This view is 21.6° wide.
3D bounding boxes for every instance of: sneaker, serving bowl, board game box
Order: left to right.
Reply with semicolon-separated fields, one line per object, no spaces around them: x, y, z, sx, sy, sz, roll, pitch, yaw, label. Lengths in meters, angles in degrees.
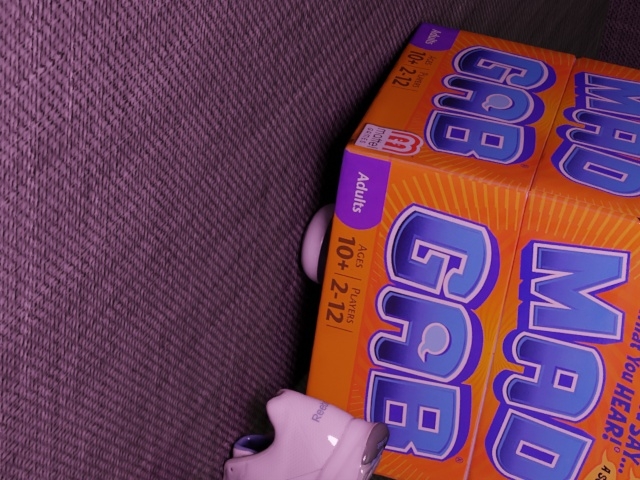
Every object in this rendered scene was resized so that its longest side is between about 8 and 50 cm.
-0.044;0.260;1.663;0.297;0.129;0.111;-60;174;29;sneaker
0.000;0.000;1.675;0.083;0.027;0.083;18;90;-75;serving bowl
0.210;0.030;1.753;0.356;0.356;0.357;-60;161;-59;board game box
